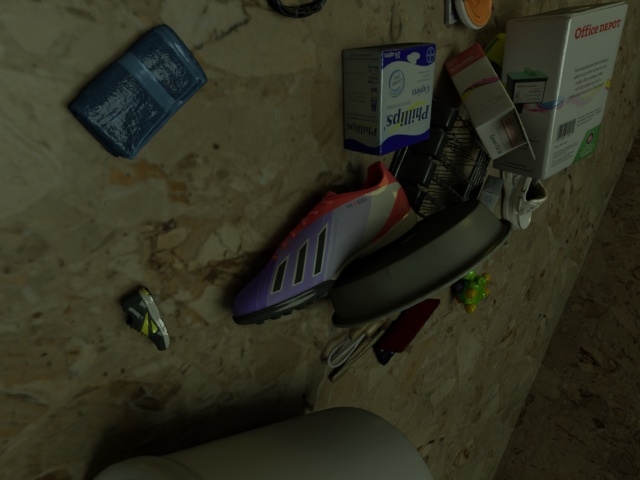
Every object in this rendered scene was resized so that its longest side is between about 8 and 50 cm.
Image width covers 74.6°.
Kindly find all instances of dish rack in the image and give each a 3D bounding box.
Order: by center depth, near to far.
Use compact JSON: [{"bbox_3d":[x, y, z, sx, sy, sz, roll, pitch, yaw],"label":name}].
[{"bbox_3d":[0.236,-0.118,0.798,0.271,0.074,0.208,19,94,-51],"label":"dish rack"}]

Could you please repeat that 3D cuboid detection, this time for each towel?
[{"bbox_3d":[-0.163,-0.136,0.385,0.119,0.029,0.067,-52,137,-16],"label":"towel"}]

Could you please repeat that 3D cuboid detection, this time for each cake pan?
[{"bbox_3d":[0.130,0.026,0.621,0.293,0.293,0.054,-32,92,-34],"label":"cake pan"}]

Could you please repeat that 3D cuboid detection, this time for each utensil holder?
[{"bbox_3d":[-0.054,0.401,0.527,0.385,0.327,0.328,11,99,-50],"label":"utensil holder"}]

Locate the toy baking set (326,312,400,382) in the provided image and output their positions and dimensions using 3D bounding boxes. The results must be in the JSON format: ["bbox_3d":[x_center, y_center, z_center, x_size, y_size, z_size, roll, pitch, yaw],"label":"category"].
[{"bbox_3d":[0.094,0.147,0.769,0.196,0.030,0.256,-19,139,-44],"label":"toy baking set"}]

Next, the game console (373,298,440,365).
[{"bbox_3d":[0.185,0.193,0.871,0.144,0.085,0.124,-44,135,-24],"label":"game console"}]

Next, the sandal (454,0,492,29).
[{"bbox_3d":[0.254,-0.458,0.633,0.102,0.076,0.265,-42,134,-27],"label":"sandal"}]

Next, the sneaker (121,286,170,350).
[{"bbox_3d":[-0.192,0.090,0.461,0.035,0.031,0.083,-23,120,-23],"label":"sneaker"}]

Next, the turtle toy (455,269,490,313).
[{"bbox_3d":[0.377,0.113,1.057,0.095,0.066,0.130,-35,130,-31],"label":"turtle toy"}]

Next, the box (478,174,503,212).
[{"bbox_3d":[0.345,-0.038,0.919,0.145,0.038,0.186,-38,144,-57],"label":"box"}]

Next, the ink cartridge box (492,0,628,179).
[{"bbox_3d":[0.447,-0.285,0.801,0.201,0.117,0.278,-25,124,-28],"label":"ink cartridge box"}]

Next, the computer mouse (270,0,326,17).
[{"bbox_3d":[0.032,-0.337,0.495,0.242,0.041,0.071,-49,137,-19],"label":"computer mouse"}]

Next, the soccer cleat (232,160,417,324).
[{"bbox_3d":[0.000,0.000,0.588,0.318,0.108,0.116,-32,101,-25],"label":"soccer cleat"}]

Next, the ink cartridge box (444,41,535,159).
[{"bbox_3d":[0.291,-0.223,0.721,0.115,0.067,0.198,28,42,-49],"label":"ink cartridge box"}]

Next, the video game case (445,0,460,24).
[{"bbox_3d":[0.233,-0.431,0.692,0.087,0.011,0.122,-35,130,-33],"label":"video game case"}]

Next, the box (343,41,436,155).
[{"bbox_3d":[0.099,-0.206,0.604,0.126,0.072,0.137,-26,126,-37],"label":"box"}]

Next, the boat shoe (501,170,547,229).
[{"bbox_3d":[0.544,-0.116,1.109,0.098,0.096,0.277,-52,138,-18],"label":"boat shoe"}]

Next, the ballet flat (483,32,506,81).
[{"bbox_3d":[0.380,-0.315,0.871,0.077,0.077,0.231,-40,134,2],"label":"ballet flat"}]
